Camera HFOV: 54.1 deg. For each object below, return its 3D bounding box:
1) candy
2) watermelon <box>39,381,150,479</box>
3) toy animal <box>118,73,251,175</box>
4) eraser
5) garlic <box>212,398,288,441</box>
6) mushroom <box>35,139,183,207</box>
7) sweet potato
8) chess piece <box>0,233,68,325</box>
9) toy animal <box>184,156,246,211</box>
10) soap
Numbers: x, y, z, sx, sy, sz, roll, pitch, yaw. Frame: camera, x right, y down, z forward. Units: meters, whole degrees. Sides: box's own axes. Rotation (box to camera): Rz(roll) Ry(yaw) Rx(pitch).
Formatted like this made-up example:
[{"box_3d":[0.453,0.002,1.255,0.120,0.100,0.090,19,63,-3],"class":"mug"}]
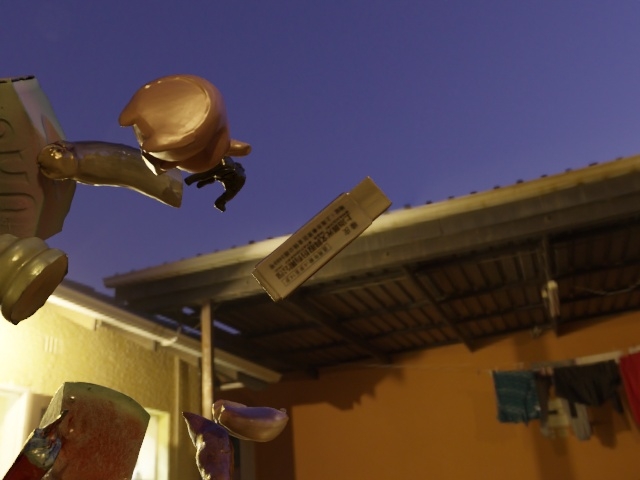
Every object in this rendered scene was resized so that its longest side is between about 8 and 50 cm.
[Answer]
[{"box_3d":[-0.512,0.405,1.084,0.059,0.086,0.292,34,-75,-14],"class":"candy"},{"box_3d":[-0.485,0.424,1.301,0.213,0.201,0.262,17,-53,-18],"class":"watermelon"},{"box_3d":[-0.284,-0.229,1.327,0.213,0.195,0.256,-46,-7,-13],"class":"toy animal"},{"box_3d":[0.000,0.000,1.173,0.279,0.081,0.124,-40,-2,-7],"class":"eraser"},{"box_3d":[-0.211,0.564,1.927,0.228,0.110,0.217,9,-6,-17],"class":"garlic"},{"box_3d":[-0.576,-0.198,1.724,0.397,0.177,0.126,11,-59,-39],"class":"mushroom"},{"box_3d":[-0.260,0.523,1.552,0.106,0.095,0.354,22,5,-27],"class":"sweet potato"},{"box_3d":[-0.727,0.015,1.332,0.330,0.182,0.182,34,-31,-2],"class":"chess piece"},{"box_3d":[-0.291,-0.194,1.652,0.146,0.114,0.245,-25,-67,14],"class":"toy animal"},{"box_3d":[-0.828,-0.216,1.705,0.261,0.446,0.156,1,18,10],"class":"soap"}]
